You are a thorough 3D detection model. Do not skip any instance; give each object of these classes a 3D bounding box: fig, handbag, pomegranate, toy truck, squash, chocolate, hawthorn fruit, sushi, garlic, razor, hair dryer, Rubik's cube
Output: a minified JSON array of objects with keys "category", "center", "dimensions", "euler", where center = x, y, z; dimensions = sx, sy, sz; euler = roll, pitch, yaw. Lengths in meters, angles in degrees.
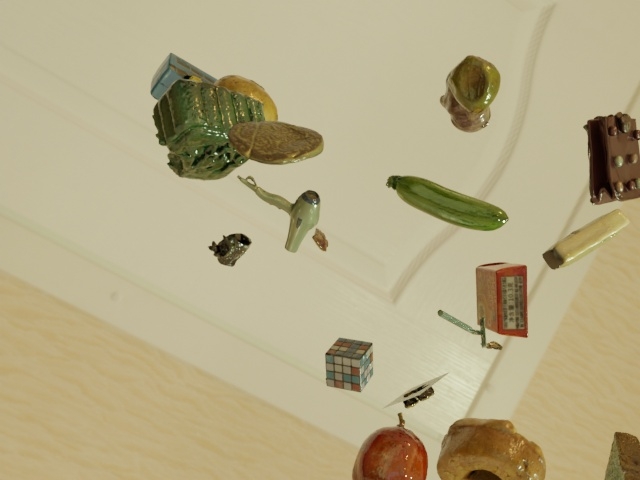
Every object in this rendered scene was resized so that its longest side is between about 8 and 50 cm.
[{"category":"fig","center":[0.438,-0.443,1.825],"dimensions":[0.154,0.144,0.165],"euler":[64,18,-65]},{"category":"handbag","center":[0.709,-0.198,1.538],"dimensions":[0.074,0.203,0.216],"euler":[-2,-85,45]},{"category":"pomegranate","center":[-0.265,-0.412,2.106],"dimensions":[0.260,0.260,0.260],"euler":[-55,-166,21]},{"category":"toy truck","center":[-0.414,-0.510,2.322],"dimensions":[0.161,0.385,0.162],"euler":[-43,-141,29]},{"category":"squash","center":[0.394,-0.116,2.032],"dimensions":[0.107,0.395,0.107],"euler":[22,90,-79]},{"category":"chocolate","center":[0.600,0.192,2.141],"dimensions":[0.235,0.108,0.237],"euler":[-164,-106,-84]},{"category":"hawthorn fruit","center":[0.197,0.598,1.766],"dimensions":[0.205,0.205,0.253],"euler":[153,-46,-67]},{"category":"sushi","center":[0.332,0.527,2.180],"dimensions":[0.193,0.040,0.210],"euler":[-21,168,-43]},{"category":"garlic","center":[0.488,-0.481,2.200],"dimensions":[0.161,0.245,0.245],"euler":[-10,-144,18]},{"category":"razor","center":[0.387,0.229,1.766],"dimensions":[0.036,0.211,0.084],"euler":[-26,-129,41]},{"category":"sushi","center":[-0.227,0.019,1.625],"dimensions":[0.083,0.085,0.056],"euler":[-31,-113,23]},{"category":"hair dryer","center":[-0.100,-0.055,1.452],"dimensions":[0.067,0.199,0.167],"euler":[-59,160,-53]},{"category":"Rubik's cube","center":[0.071,0.301,1.562],"dimensions":[0.092,0.092,0.092],"euler":[-36,128,-60]}]

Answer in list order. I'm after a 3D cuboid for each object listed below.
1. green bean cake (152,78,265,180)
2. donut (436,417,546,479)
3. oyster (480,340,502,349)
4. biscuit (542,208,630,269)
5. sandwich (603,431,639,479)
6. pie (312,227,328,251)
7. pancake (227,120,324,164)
[{"category":"green bean cake","center":[-0.341,-0.295,1.836],"dimensions":[0.308,0.300,0.169],"euler":[-30,-114,42]},{"category":"donut","center":[0.503,0.666,1.913],"dimensions":[0.150,0.299,0.317],"euler":[-50,164,-46]},{"category":"oyster","center":[0.599,0.369,2.235],"dimensions":[0.054,0.083,0.019],"euler":[-142,-123,-62]},{"category":"biscuit","center":[0.519,-0.004,1.254],"dimensions":[0.188,0.052,0.056],"euler":[-28,163,-18]},{"category":"sandwich","center":[0.764,0.608,1.610],"dimensions":[0.215,0.065,0.186],"euler":[-43,140,-66]},{"category":"pie","center":[0.000,0.000,2.441],"dimensions":[0.034,0.092,0.170],"euler":[-31,-169,11]},{"category":"pancake","center":[-0.111,-0.252,1.616],"dimensions":[0.250,0.250,0.031],"euler":[-83,-179,-59]}]
